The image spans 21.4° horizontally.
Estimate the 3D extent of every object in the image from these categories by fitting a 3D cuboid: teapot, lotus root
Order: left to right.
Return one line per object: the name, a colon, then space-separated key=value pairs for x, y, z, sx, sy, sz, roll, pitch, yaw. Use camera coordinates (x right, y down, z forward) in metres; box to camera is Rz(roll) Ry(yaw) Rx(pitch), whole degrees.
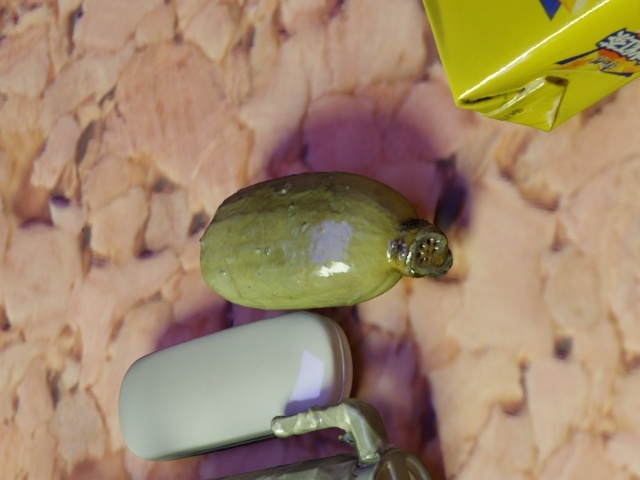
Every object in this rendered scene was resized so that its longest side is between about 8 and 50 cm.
teapot: x=-0.023 y=0.163 z=1.071 sx=0.200 sy=0.077 sz=0.107 roll=-16 pitch=81 yaw=38
lotus root: x=-0.001 y=-0.001 z=1.077 sx=0.183 sy=0.077 sz=0.090 roll=-1 pitch=64 yaw=40

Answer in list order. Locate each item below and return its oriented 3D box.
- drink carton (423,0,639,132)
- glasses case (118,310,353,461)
drink carton: x=0.210 y=-0.209 z=0.918 sx=0.351 sy=0.111 sz=0.154 roll=-32 pitch=63 yaw=32
glasses case: x=-0.060 y=0.100 z=1.135 sx=0.197 sy=0.049 sz=0.076 roll=-19 pitch=69 yaw=37
